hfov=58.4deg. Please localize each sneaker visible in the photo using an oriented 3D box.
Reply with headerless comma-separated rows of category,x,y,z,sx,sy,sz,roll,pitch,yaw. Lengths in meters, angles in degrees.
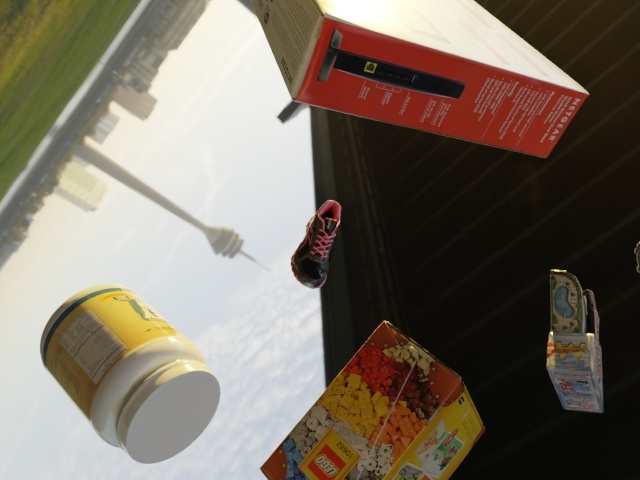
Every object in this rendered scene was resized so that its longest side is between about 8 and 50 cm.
sneaker,0.000,0.000,0.661,0.057,0.047,0.119,123,-15,-48

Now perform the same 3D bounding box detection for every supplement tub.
supplement tub,-0.230,0.156,0.693,0.200,0.144,0.144,30,-95,35

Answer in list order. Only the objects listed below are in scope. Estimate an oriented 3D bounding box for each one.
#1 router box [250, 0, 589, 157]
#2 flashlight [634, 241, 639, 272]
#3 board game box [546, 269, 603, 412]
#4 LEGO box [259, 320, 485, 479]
router box,0.085,-0.241,0.658,0.335,0.301,0.082,-109,-145,-47
flashlight,0.702,0.022,1.143,0.103,0.304,0.103,-48,-114,29
board game box,0.372,0.147,0.833,0.060,0.194,0.194,-3,-107,28
LEGO box,0.149,0.447,1.242,0.193,0.500,0.372,36,-101,33
